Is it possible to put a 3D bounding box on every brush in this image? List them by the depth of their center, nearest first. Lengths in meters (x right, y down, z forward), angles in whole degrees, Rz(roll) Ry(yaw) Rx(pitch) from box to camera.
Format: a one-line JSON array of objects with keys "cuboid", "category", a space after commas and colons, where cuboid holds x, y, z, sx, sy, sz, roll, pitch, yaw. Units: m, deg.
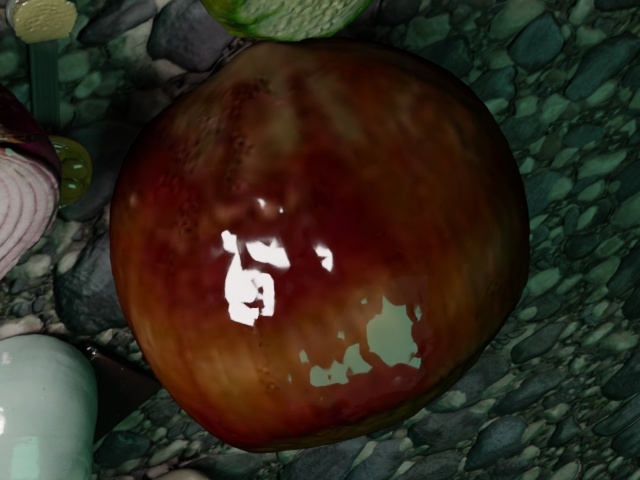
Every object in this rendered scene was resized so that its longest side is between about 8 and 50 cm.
[{"cuboid": [-0.248, -0.130, 1.558, 0.062, 0.027, 0.266, -9, 142, -14], "category": "brush"}]

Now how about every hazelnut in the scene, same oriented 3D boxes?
[{"cuboid": [0.000, 0.000, 1.665, 0.421, 0.353, 0.421, -4, 125, -6], "category": "hazelnut"}]

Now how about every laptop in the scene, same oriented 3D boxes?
[{"cuboid": [-0.295, 0.202, 1.947, 0.207, 0.026, 0.154, -39, 148, 9], "category": "laptop"}]

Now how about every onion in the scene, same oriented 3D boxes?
[{"cuboid": [-0.380, -0.032, 1.459, 0.267, 0.159, 0.349, 5, 139, -29], "category": "onion"}]

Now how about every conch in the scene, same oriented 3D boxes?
[{"cuboid": [-0.310, 0.206, 1.839, 0.185, 0.121, 0.221, -35, 137, -37], "category": "conch"}]

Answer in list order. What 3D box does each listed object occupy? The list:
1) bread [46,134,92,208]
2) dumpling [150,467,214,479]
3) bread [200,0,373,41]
[{"cuboid": [-0.266, -0.064, 1.604, 0.110, 0.024, 0.110, -8, 144, -6], "category": "bread"}, {"cuboid": [-0.151, 0.367, 2.157, 0.247, 0.172, 0.142, 30, 81, -60], "category": "dumpling"}, {"cuboid": [0.001, -0.299, 1.386, 0.382, 0.129, 0.366, -21, 158, -38], "category": "bread"}]
